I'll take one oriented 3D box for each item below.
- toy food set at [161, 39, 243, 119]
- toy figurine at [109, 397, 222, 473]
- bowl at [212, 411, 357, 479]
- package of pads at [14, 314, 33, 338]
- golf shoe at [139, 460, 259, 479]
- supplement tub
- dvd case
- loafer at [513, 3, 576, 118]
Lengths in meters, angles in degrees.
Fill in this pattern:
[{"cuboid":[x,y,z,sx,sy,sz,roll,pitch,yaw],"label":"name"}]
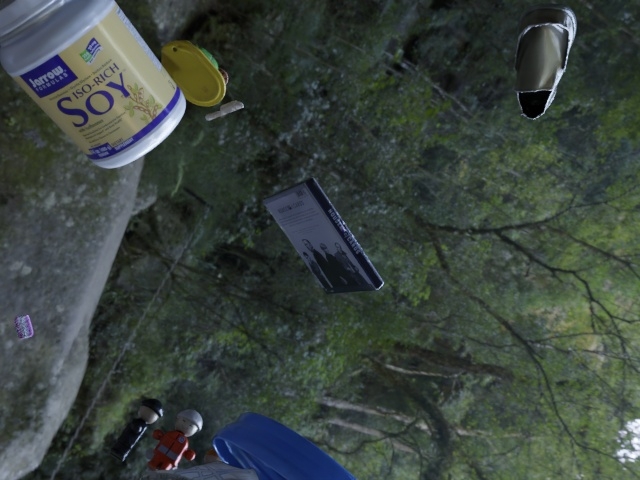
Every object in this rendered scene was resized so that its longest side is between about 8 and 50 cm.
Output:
[{"cuboid":[-0.291,-0.406,1.335,0.128,0.218,0.071,-20,-142,30],"label":"toy food set"},{"cuboid":[-0.335,0.474,1.230,0.213,0.209,0.148,-2,-141,35],"label":"toy figurine"},{"cuboid":[-0.029,0.464,0.997,0.077,0.391,0.391,-48,-173,-31],"label":"bowl"},{"cuboid":[-0.670,0.195,1.227,0.083,0.032,0.050,-20,-97,60],"label":"package of pads"},{"cuboid":[-0.176,0.364,0.806,0.086,0.176,0.069,-95,-165,-79],"label":"golf shoe"},{"cuboid":[-0.451,-0.335,1.062,0.241,0.331,0.241,-21,-140,18],"label":"supplement tub"},{"cuboid":[0.000,0.000,1.042,0.030,0.238,0.179,-40,-166,-28],"label":"dvd case"},{"cuboid":[0.383,-0.299,0.936,0.251,0.095,0.087,50,48,-61],"label":"loafer"}]
